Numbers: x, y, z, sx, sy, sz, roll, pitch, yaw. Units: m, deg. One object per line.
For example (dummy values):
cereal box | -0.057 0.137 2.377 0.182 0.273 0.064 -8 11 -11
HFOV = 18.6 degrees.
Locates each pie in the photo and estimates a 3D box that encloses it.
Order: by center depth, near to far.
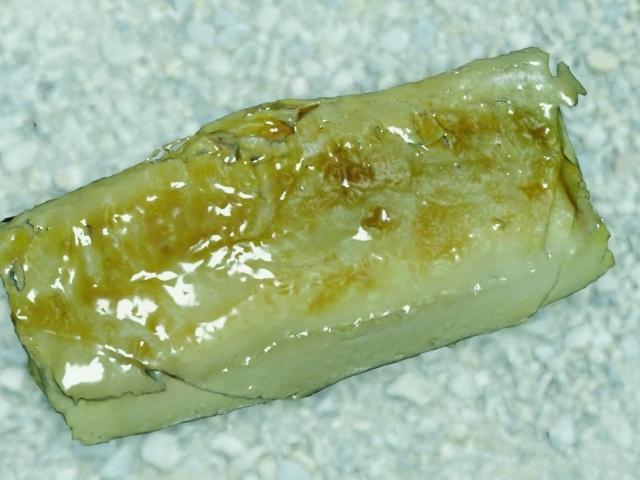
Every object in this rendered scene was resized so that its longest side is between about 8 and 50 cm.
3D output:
pie | 0.000 0.000 0.864 0.282 0.068 0.129 -18 80 -13

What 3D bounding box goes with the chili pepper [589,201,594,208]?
chili pepper | 0.095 -0.029 0.927 0.083 0.017 0.030 30 69 -15
